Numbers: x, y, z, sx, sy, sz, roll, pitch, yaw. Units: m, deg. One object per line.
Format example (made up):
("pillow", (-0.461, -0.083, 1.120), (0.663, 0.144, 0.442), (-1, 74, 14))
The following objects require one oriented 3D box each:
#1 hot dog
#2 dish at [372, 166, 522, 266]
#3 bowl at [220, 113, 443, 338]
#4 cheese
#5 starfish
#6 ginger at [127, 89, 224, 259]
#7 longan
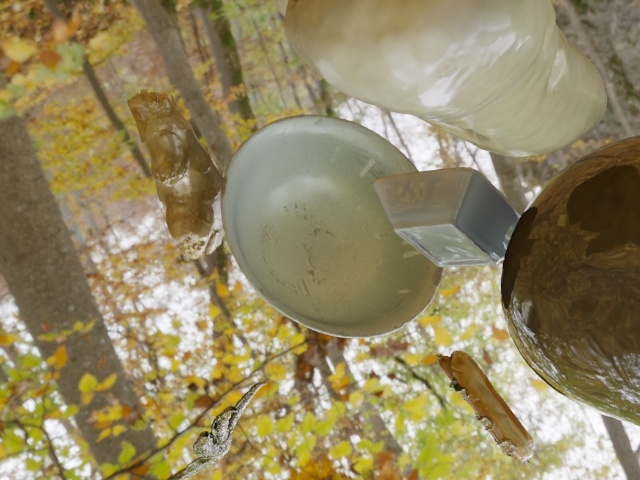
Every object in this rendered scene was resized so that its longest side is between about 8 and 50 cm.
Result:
("hot dog", (0.325, 0.323, 1.431), (0.072, 0.269, 0.109), (-37, 169, -1))
("dish", (0.183, -0.009, 0.953), (0.154, 0.234, 0.064), (-5, -118, 41))
("bowl", (0.000, 0.000, 1.361), (0.435, 0.435, 0.196), (-40, 176, -33))
("cheese", (0.124, -0.144, 0.584), (0.129, 0.328, 0.351), (-57, -156, 17))
("starfish", (-0.151, 0.289, 1.076), (0.216, 0.050, 0.223), (-53, 179, -26))
("ginger", (-0.269, -0.098, 1.348), (0.166, 0.375, 0.236), (7, -110, 27))
("longan", (0.363, 0.053, 0.755), (0.361, 0.360, 0.361), (-21, -157, 9))
